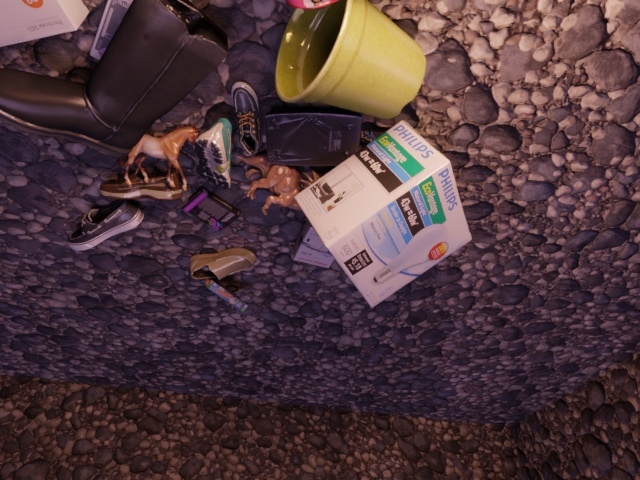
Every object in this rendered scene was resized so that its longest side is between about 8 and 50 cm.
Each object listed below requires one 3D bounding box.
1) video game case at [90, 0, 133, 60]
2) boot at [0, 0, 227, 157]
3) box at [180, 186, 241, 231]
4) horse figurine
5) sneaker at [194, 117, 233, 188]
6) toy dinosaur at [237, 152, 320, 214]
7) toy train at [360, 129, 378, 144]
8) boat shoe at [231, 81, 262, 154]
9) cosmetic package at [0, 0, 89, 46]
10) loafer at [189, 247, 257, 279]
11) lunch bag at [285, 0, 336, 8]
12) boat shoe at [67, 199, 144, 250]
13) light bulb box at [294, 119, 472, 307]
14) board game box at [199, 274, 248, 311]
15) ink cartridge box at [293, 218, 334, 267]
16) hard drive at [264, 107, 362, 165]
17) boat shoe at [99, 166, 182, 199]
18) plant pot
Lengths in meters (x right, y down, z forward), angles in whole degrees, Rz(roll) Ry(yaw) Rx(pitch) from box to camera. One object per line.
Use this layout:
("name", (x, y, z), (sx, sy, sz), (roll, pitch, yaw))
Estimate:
("video game case", (-0.428, -0.464, 1.076), (0.173, 0.022, 0.190), (25, 135, -26))
("boot", (-0.471, -0.383, 0.999), (0.445, 0.146, 0.367), (-27, 155, 34))
("box", (-0.360, -0.101, 1.509), (0.116, 0.029, 0.162), (-31, 129, 34))
("horse figurine", (-0.468, -0.239, 1.290), (0.263, 0.066, 0.174), (7, 111, 8))
("sneaker", (-0.281, -0.234, 1.286), (0.107, 0.110, 0.275), (26, 155, -3))
("toy dinosaur", (-0.102, -0.177, 1.345), (0.200, 0.127, 0.296), (-32, 114, 20))
("toy train", (0.177, -0.272, 1.282), (0.158, 0.027, 0.036), (17, 135, -18))
("boat shoe", (-0.191, -0.316, 1.198), (0.065, 0.083, 0.183), (-4, 140, 7))
("cosmetic package", (-0.732, -0.548, 0.931), (0.377, 0.097, 0.284), (-7, 143, 10))
("loafer", (-0.364, 0.097, 1.697), (0.268, 0.092, 0.102), (-10, 139, 13))
("lunch bag", (0.035, -0.557, 0.780), (0.293, 0.258, 0.120), (-20, 165, 1))
("boat shoe", (-0.737, -0.058, 1.514), (0.301, 0.108, 0.102), (-18, 137, 18))
("light bulb box", (0.184, -0.061, 1.265), (0.361, 0.225, 0.358), (-35, 139, 3))
("board game box", (-0.389, 0.199, 1.803), (0.136, 0.035, 0.201), (28, 167, 48))
("ink cartridge box", (0.000, 0.000, 1.577), (0.139, 0.082, 0.191), (14, 138, -14))
("hard drive", (-0.020, -0.283, 1.246), (0.254, 0.054, 0.172), (0, 137, -2))
("boat shoe", (-0.547, -0.179, 1.392), (0.257, 0.095, 0.095), (1, 109, 4))
("plant pot", (0.077, -0.390, 0.990), (0.254, 0.276, 0.276), (14, 141, -33))
